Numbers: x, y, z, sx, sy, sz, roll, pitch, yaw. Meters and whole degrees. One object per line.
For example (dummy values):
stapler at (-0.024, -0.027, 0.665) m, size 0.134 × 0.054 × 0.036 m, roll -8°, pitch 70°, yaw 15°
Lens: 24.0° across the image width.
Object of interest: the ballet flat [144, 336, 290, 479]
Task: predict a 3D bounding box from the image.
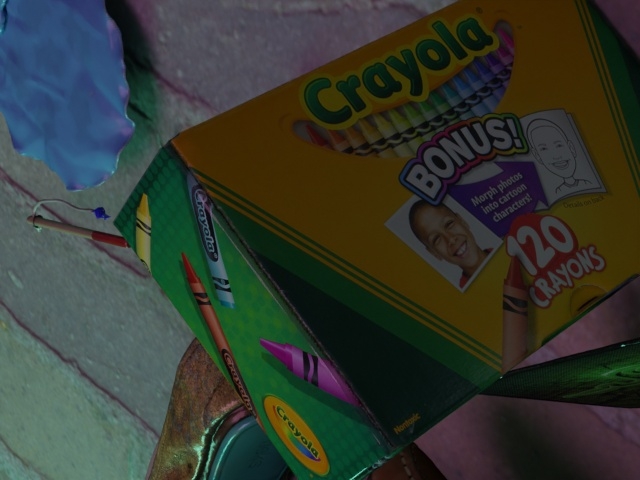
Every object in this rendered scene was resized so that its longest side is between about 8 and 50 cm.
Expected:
ballet flat at (-0.085, 0.175, 1.171) m, size 0.123 × 0.123 × 0.348 m, roll 45°, pitch 140°, yaw 19°

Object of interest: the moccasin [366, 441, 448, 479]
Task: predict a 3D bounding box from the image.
moccasin at (0.186, 0.244, 0.876) m, size 0.380 × 0.139 × 0.147 m, roll 40°, pitch 97°, yaw 19°

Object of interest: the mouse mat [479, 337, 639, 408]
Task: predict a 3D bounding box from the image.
mouse mat at (0.181, 0.067, 0.774) m, size 0.189 × 0.152 × 0.007 m, roll -24°, pitch 63°, yaw 52°

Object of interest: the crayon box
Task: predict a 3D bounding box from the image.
crayon box at (0.060, -0.015, 0.735) m, size 0.165 × 0.278 × 0.081 m, roll 53°, pitch 142°, yaw 9°

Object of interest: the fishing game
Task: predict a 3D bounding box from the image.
fishing game at (-0.196, -0.128, 1.146) m, size 0.189 × 0.041 × 0.264 m, roll 10°, pitch 112°, yaw 44°
